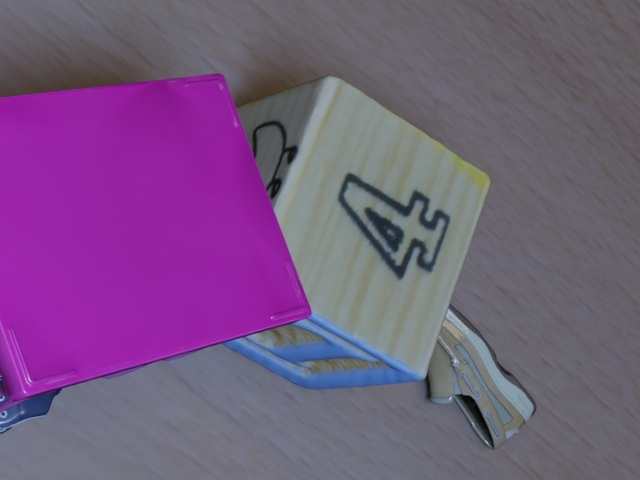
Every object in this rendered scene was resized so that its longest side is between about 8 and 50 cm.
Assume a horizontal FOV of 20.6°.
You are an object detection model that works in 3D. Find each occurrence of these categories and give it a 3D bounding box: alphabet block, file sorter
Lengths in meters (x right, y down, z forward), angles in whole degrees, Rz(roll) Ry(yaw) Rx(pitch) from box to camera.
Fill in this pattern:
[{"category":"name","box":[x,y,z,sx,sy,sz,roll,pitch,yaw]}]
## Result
[{"category":"alphabet block","box":[0.000,0.000,1.523,0.193,0.192,0.197,31,67,-28]},{"category":"file sorter","box":[-0.193,0.014,1.301,0.290,0.182,0.202,-13,81,-49]}]

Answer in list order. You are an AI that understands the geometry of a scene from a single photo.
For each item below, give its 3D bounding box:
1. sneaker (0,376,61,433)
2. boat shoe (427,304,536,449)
[{"category":"sneaker","box":[-0.299,0.073,1.379,0.226,0.086,0.163,11,75,-32]},{"category":"boat shoe","box":[0.128,0.125,1.665,0.190,0.068,0.072,47,73,-19]}]
